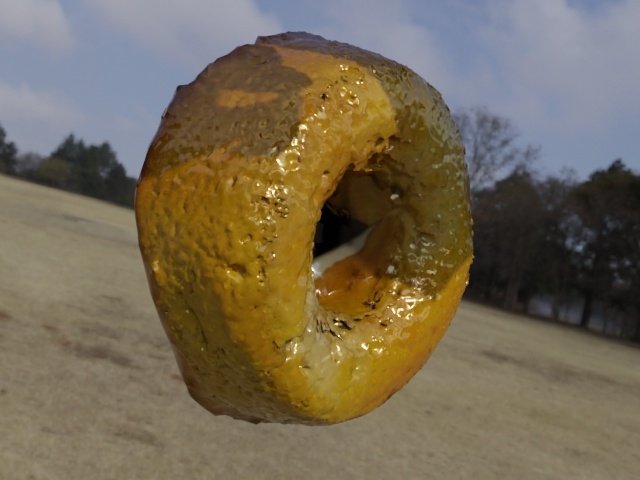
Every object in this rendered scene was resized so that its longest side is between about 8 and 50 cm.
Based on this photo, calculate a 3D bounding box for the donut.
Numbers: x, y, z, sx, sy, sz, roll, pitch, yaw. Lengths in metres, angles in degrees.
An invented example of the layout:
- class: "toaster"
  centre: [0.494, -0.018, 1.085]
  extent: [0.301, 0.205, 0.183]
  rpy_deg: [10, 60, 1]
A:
- class: "donut"
  centre: [0.000, -0.003, 0.527]
  extent: [0.118, 0.254, 0.253]
  rpy_deg: [16, 0, 37]
